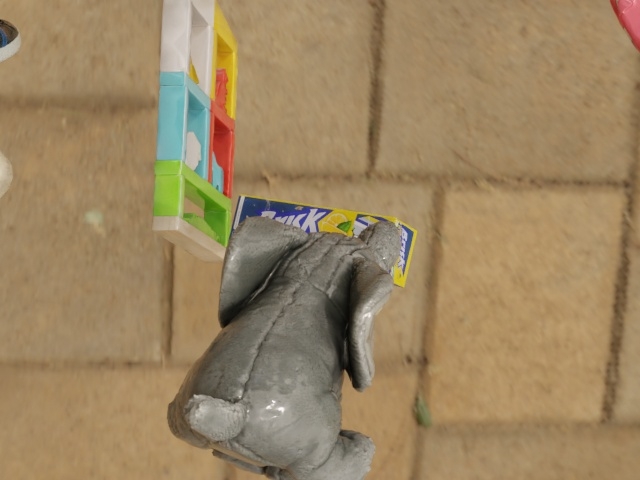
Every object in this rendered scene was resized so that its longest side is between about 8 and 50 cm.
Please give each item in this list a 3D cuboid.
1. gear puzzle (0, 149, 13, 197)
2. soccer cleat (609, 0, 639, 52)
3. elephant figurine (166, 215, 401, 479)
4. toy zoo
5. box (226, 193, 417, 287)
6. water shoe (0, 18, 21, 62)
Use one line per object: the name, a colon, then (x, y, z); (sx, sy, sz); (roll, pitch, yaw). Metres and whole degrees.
gear puzzle: (-0.253, -0.062, 0.551); (0.339, 0.044, 0.175); (44, 95, 22)
soccer cleat: (0.320, -0.153, 1.209); (0.248, 0.095, 0.083); (37, 114, -8)
elephant figurine: (-0.013, 0.057, 1.152); (0.169, 0.186, 0.239); (28, 76, -21)
toy zoo: (-0.126, -0.136, 1.577); (0.030, 0.192, 0.293); (-1, 79, 12)
box: (0.000, 0.000, 1.434); (0.169, 0.054, 0.059); (9, 81, 26)
water shoe: (-0.356, -0.212, 1.538); (0.073, 0.203, 0.080); (-9, 109, 9)
